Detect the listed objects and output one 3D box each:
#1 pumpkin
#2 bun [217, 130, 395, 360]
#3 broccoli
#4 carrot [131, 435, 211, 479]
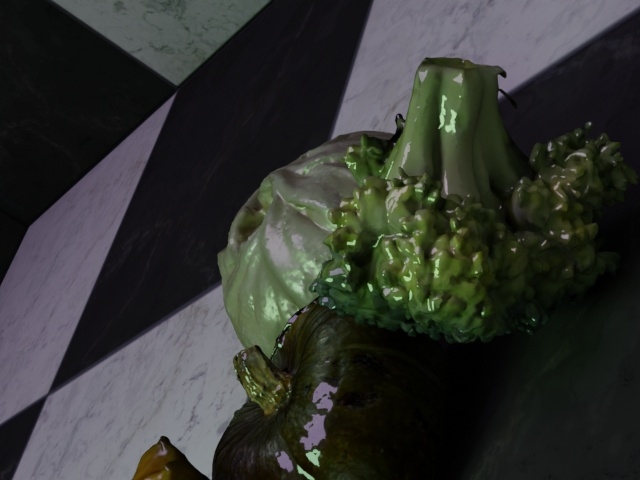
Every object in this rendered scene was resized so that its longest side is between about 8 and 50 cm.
[{"bbox_3d":[0.009,0.206,1.292,0.325,0.242,0.232,-60,13,2],"label":"pumpkin"},{"bbox_3d":[0.000,0.000,1.552,0.365,0.219,0.365,-50,7,9],"label":"bun"},{"bbox_3d":[0.124,-0.047,1.224,0.293,0.348,0.281,26,118,46],"label":"broccoli"},{"bbox_3d":[-0.138,0.394,1.205,0.241,0.340,0.241,-38,-7,-6],"label":"carrot"}]
